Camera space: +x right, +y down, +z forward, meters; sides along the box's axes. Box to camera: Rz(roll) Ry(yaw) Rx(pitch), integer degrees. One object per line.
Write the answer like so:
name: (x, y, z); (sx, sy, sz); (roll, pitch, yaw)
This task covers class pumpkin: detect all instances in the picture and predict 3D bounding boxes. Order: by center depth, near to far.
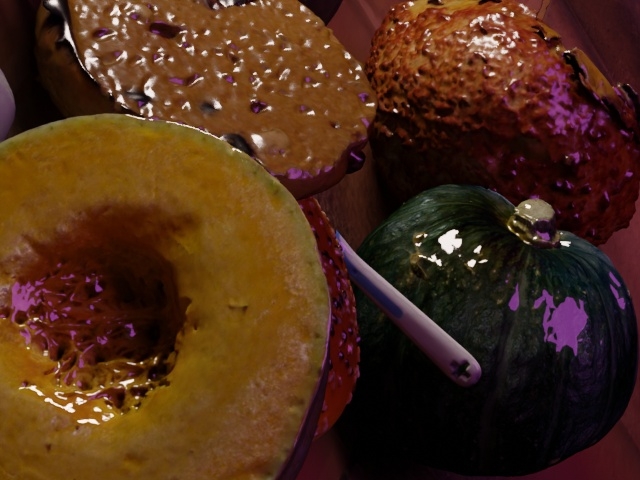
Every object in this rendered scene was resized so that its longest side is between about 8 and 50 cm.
pumpkin: (-0.144, 0.098, 1.396); (0.199, 0.332, 0.332); (78, 7, -66)
pumpkin: (0.143, 0.100, 1.860); (0.197, 0.293, 0.263); (-33, 141, -55)

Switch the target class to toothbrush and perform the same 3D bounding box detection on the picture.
toothbrush: (-0.002, 0.001, 1.772); (0.386, 0.040, 0.040); (43, 31, 7)

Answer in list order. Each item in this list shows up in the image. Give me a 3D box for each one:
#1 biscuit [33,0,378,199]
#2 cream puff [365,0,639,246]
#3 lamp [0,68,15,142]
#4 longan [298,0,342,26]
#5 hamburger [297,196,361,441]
biscuit: (-0.095, -0.133, 1.573); (0.296, 0.075, 0.296); (17, 41, -16)
cream puff: (0.175, -0.102, 2.027); (0.228, 0.350, 0.350); (-48, 123, -8)
lamp: (-0.296, -0.069, 1.446); (0.106, 0.106, 0.193); (45, 48, -35)
longan: (-0.074, -0.280, 1.783); (0.246, 0.215, 0.246); (48, 30, -40)
hamburger: (-0.079, 0.048, 1.637); (0.300, 0.176, 0.300); (36, 44, -44)
